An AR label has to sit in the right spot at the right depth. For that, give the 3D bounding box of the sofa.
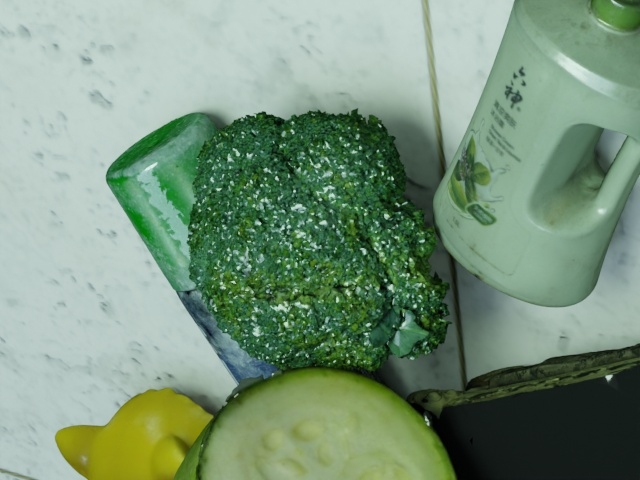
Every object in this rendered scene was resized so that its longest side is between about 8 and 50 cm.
[{"bbox_3d":[0.212,0.151,1.156,0.258,0.182,0.200,-18,94,42],"label":"sofa"}]

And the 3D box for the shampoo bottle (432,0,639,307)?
[{"bbox_3d":[0.148,-0.075,1.045,0.118,0.087,0.234,37,136,18],"label":"shampoo bottle"}]

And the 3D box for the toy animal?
[{"bbox_3d":[-0.113,0.230,1.426,0.156,0.156,0.229,2,127,33],"label":"toy animal"}]

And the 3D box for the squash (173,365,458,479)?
[{"bbox_3d":[-0.021,0.213,1.164,0.189,0.189,0.260,36,143,5],"label":"squash"}]

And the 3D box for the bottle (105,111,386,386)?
[{"bbox_3d":[-0.032,0.065,1.273,0.093,0.093,0.330,-18,112,42],"label":"bottle"}]

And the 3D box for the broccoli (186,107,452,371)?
[{"bbox_3d":[0.000,0.000,1.147,0.195,0.156,0.195,14,109,45],"label":"broccoli"}]
